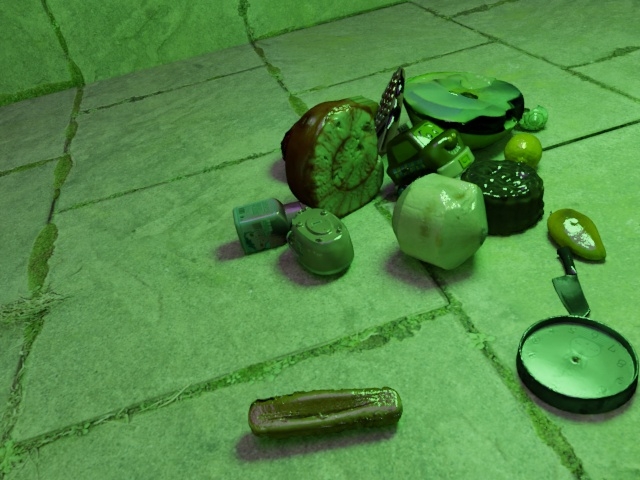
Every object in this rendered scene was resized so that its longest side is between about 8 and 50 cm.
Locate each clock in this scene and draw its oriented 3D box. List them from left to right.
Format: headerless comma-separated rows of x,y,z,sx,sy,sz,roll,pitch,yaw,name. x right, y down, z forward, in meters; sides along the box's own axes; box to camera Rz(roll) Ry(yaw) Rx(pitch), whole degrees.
0.486,0.228,1.051,0.215,0.042,0.215,-8,36,6,clock

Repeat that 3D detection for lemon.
0.597,-0.259,1.628,0.109,0.109,0.133,4,46,21,lemon

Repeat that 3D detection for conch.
0.706,-0.419,1.854,0.105,0.079,0.170,8,24,16,conch

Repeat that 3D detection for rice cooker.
0.000,0.000,1.429,0.145,0.127,0.206,-26,46,-20,rice cooker

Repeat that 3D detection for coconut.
0.302,-0.048,1.342,0.241,0.241,0.241,-8,36,6,coconut

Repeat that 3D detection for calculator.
0.214,-0.396,1.768,0.048,0.220,0.330,14,76,-7,calculator

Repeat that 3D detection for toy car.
0.287,-0.245,1.560,0.204,0.198,0.248,-39,12,-32,toy car

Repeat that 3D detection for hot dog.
0.009,0.324,1.037,0.289,0.068,0.083,-5,59,2,hot dog

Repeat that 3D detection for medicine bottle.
-0.140,-0.048,1.538,0.188,0.119,0.094,-15,41,-4,medicine bottle

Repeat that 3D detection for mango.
0.618,-0.018,1.336,0.101,0.066,0.187,-16,43,-5,mango

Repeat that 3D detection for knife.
0.553,0.099,1.231,0.060,0.028,0.230,-14,37,18,knife

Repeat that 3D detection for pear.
0.449,-0.401,1.796,0.398,0.165,0.399,1,41,-1,pear

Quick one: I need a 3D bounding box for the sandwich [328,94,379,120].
0.108,-0.413,1.921,0.187,0.144,0.117,-18,34,-25,sandwich

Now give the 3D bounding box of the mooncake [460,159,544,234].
0.479,-0.125,1.468,0.228,0.124,0.228,-7,35,5,mooncake

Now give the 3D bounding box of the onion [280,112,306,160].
-0.011,-0.334,1.810,0.252,0.219,0.252,-10,45,10,onion

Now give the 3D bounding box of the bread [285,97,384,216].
0.043,-0.224,1.550,0.295,0.328,0.114,-35,44,-25,bread
